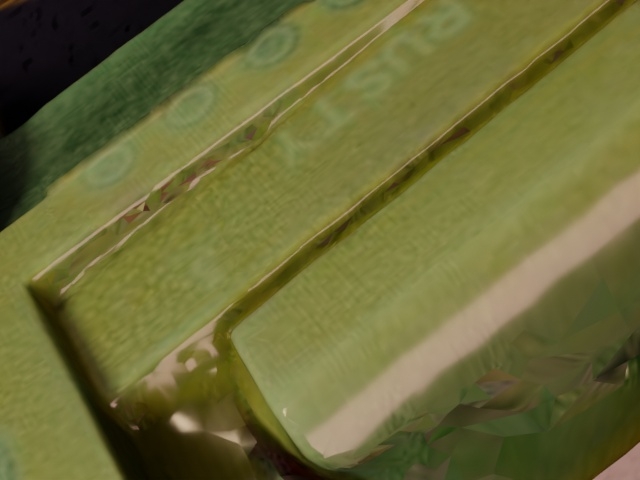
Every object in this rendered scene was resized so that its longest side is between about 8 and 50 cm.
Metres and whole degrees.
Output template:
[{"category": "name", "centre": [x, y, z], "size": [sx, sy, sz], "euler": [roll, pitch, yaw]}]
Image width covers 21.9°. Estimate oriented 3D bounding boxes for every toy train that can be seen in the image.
[{"category": "toy train", "centre": [0.000, 0.000, 0.476], "size": [0.397, 0.253, 0.160], "euler": [-37, 130, -2]}]
